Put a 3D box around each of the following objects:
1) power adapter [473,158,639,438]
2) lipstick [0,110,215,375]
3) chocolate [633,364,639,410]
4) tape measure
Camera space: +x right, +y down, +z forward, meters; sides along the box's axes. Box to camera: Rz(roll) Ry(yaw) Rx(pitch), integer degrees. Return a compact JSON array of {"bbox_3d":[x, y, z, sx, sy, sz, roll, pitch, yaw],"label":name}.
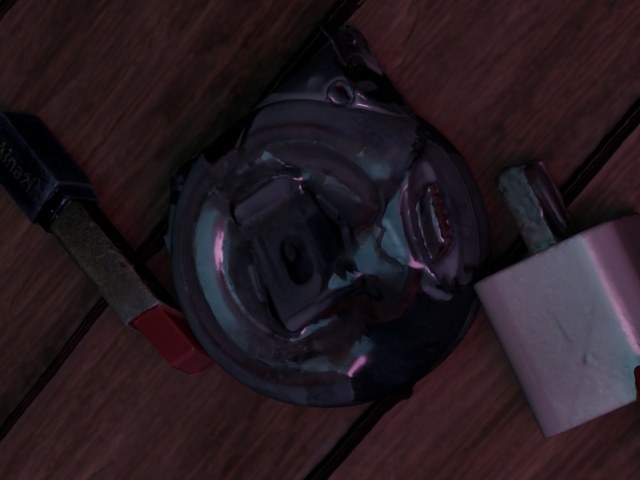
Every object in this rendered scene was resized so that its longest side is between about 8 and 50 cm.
[{"bbox_3d":[0.194,0.032,1.492,0.125,0.130,0.205,-27,83,24],"label":"power adapter"},{"bbox_3d":[-0.193,0.006,1.657,0.312,0.051,0.051,49,113,30],"label":"lipstick"},{"bbox_3d":[0.330,0.207,1.363,0.108,0.235,0.237,-28,54,0],"label":"chocolate"},{"bbox_3d":[0.000,0.000,1.566,0.256,0.147,0.275,-38,78,23],"label":"tape measure"}]
